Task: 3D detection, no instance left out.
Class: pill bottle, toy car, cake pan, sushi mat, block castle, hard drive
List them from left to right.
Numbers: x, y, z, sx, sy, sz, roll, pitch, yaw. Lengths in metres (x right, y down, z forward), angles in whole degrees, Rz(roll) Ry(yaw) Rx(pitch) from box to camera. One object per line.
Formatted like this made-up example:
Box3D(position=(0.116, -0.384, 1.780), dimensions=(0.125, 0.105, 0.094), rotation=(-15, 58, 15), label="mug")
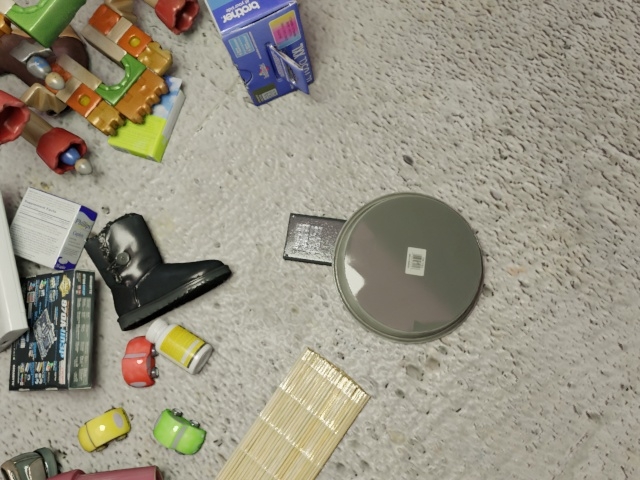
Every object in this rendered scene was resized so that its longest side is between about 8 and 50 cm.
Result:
Box3D(position=(-0.641, 0.051, 0.989), dimensions=(0.203, 0.040, 0.308), rotation=(-29, 74, 39), label="hard drive")
Box3D(position=(-0.417, -0.345, 0.925), dimensions=(0.212, 0.303, 0.453), rotation=(36, 85, 2), label="block castle")
Box3D(position=(-0.319, 0.324, 0.954), dimensions=(0.224, 0.053, 0.239), rotation=(27, 82, 10), label="toy car")
Box3D(position=(-0.269, 0.198, 0.970), dimensions=(0.116, 0.065, 0.065), rotation=(30, 82, 9), label="pill bottle")
Box3D(position=(-0.055, 0.367, 0.941), dimensions=(0.151, 0.019, 0.317), rotation=(34, 83, 11), label="sushi mat")
Box3D(position=(0.000, 0.000, 1.009), dimensions=(0.135, 0.022, 0.094), rotation=(8, 79, 7), label="hard drive")
Box3D(position=(0.168, 0.044, 0.957), dimensions=(0.293, 0.054, 0.293), rotation=(0, 79, -1), label="cake pan")

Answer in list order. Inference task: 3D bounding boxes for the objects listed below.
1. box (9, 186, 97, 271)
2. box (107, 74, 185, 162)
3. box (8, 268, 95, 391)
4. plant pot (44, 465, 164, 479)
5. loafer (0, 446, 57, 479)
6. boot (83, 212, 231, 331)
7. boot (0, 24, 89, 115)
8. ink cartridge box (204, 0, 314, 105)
Box3D(position=(-0.544, -0.020, 1.034), dimensions=(0.126, 0.072, 0.137), rotation=(19, 81, 9), label="box")
Box3D(position=(-0.363, -0.265, 1.083), dimensions=(0.108, 0.042, 0.178), rotation=(17, 80, 8), label="box")
Box3D(position=(-0.510, 0.171, 0.973), dimensions=(0.175, 0.051, 0.220), rotation=(-10, 77, 26), label="box")
Box3D(position=(-0.355, 0.476, 0.868), dimensions=(0.180, 0.201, 0.202), rotation=(-14, 77, -14), label="plant pot")
Box3D(position=(-0.512, 0.513, 0.905), dimensions=(0.096, 0.084, 0.268), rotation=(-26, 71, 32), label="loafer")
Box3D(position=(-0.320, 0.033, 0.992), dimensions=(0.246, 0.094, 0.207), rotation=(-27, 81, 5), label="boot")
Box3D(position=(-0.620, -0.357, 1.099), dimensions=(0.248, 0.090, 0.207), rotation=(-24, 75, -4), label="boot")
Box3D(position=(-0.140, -0.451, 0.986), dimensions=(0.151, 0.270, 0.396), rotation=(-23, 78, 1), label="ink cartridge box")
